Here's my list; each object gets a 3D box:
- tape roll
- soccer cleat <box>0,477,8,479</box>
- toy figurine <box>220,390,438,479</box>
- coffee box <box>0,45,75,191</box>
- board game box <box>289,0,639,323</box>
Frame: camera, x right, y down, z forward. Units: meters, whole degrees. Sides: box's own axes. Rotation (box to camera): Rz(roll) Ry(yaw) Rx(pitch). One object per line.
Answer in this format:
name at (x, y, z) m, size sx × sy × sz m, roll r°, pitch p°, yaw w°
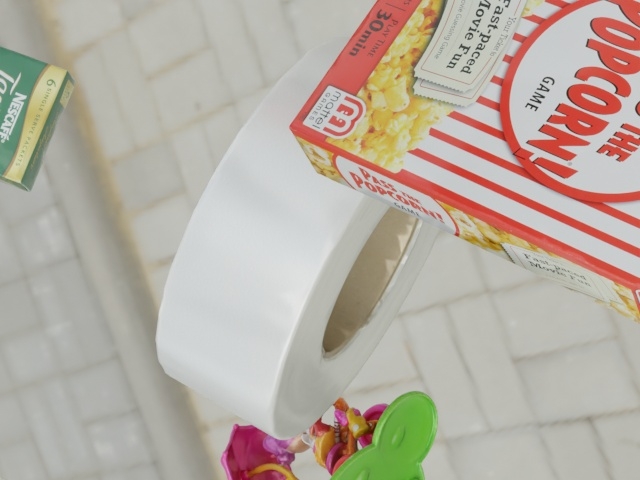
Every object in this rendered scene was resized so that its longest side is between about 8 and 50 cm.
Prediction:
tape roll at (0.000, 0.000, 1.180) m, size 0.100 × 0.286 × 0.286 m, roll 28°, pitch 127°, yaw 14°
soccer cleat at (-0.189, 0.180, 0.982) m, size 0.196 × 0.068 × 0.076 m, roll 34°, pitch 149°, yaw 39°
toy figurine at (-0.007, 0.176, 1.316) m, size 0.159 × 0.130 × 0.173 m, roll 22°, pitch 87°, yaw 42°
coffee box at (-0.319, -0.125, 1.429) m, size 0.184 × 0.113 × 0.040 m, roll 21°, pitch 170°, yaw 6°
board game box at (0.106, -0.060, 0.683) m, size 0.193 × 0.147 × 0.045 m, roll 26°, pitch 164°, yaw 29°
